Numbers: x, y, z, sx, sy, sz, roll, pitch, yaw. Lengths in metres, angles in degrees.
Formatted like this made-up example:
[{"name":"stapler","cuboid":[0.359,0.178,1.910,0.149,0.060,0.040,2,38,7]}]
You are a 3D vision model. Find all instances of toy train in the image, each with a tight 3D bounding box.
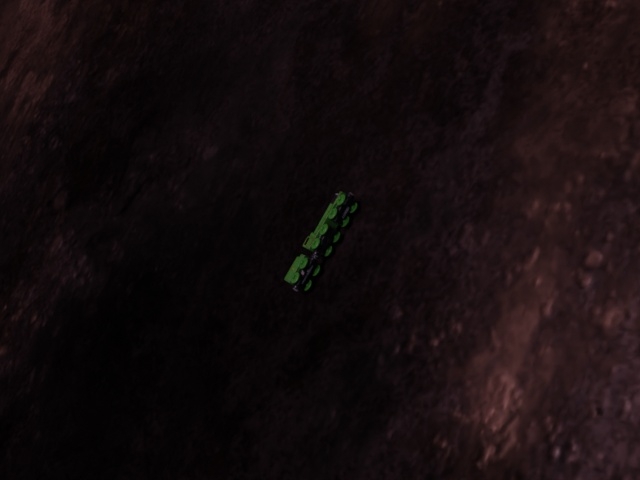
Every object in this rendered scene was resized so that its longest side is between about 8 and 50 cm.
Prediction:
[{"name":"toy train","cuboid":[0.000,0.000,0.907,0.083,0.017,0.024,-60,28,-3]}]
